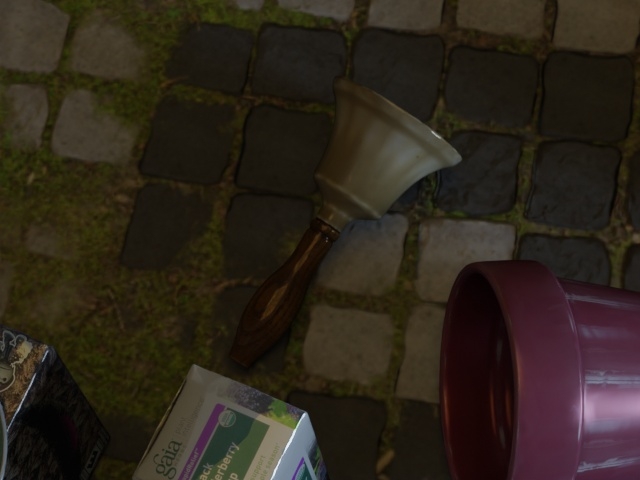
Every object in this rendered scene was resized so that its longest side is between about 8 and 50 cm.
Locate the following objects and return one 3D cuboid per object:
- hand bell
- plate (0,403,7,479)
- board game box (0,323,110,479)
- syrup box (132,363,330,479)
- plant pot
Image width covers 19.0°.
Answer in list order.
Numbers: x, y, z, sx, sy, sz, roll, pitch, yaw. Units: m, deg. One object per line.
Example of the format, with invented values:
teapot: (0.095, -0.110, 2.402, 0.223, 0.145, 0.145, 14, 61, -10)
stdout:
hand bell: (0.000, 0.000, 1.572, 0.126, 0.126, 0.242, 32, 87, 17)
plate: (-0.305, 0.150, 1.313, 0.188, 0.024, 0.188, -2, 68, 5)
board game box: (-0.301, 0.214, 1.424, 0.141, 0.232, 0.291, 21, 72, 13)
syrup box: (-0.057, 0.185, 1.410, 0.096, 0.237, 0.093, 22, 70, 14)
plant pot: (0.201, 0.113, 1.450, 0.180, 0.201, 0.201, -1, 67, -12)
